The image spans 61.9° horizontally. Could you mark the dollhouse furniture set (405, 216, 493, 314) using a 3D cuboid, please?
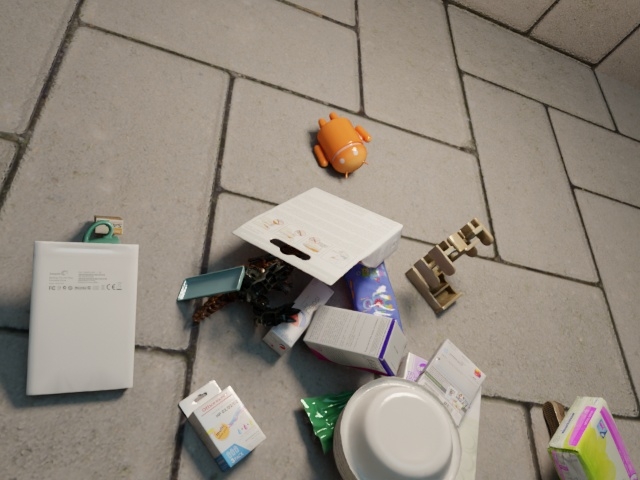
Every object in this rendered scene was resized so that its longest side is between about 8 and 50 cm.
[{"bbox_3d":[0.393,0.087,1.590,0.212,0.242,0.161,-29,77,-37],"label":"dollhouse furniture set"}]

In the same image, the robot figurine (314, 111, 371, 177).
[{"bbox_3d":[0.073,-0.315,1.753,0.158,0.128,0.219,-15,68,-34],"label":"robot figurine"}]

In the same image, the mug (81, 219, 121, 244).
[{"bbox_3d":[-0.508,0.049,1.218,0.097,0.129,0.158,-9,67,-28],"label":"mug"}]

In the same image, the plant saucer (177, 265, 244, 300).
[{"bbox_3d":[-0.264,0.108,1.292,0.018,0.192,0.067,50,39,-41],"label":"plant saucer"}]

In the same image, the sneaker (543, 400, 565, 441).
[{"bbox_3d":[0.715,0.566,1.566,0.071,0.066,0.188,14,56,-21],"label":"sneaker"}]

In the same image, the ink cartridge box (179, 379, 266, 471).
[{"bbox_3d":[-0.220,0.401,1.188,0.104,0.061,0.181,-30,77,-38],"label":"ink cartridge box"}]

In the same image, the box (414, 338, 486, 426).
[{"bbox_3d":[0.335,0.370,1.391,0.145,0.038,0.186,44,51,4],"label":"box"}]

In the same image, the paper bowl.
[{"bbox_3d":[0.179,0.447,1.199,0.284,0.148,0.284,7,52,-9],"label":"paper bowl"}]

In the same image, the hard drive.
[{"bbox_3d":[-0.495,0.159,1.121,0.203,0.040,0.308,3,88,-26],"label":"hard drive"}]

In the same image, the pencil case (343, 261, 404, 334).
[{"bbox_3d":[0.142,0.177,1.483,0.133,0.119,0.306,-4,62,-14],"label":"pencil case"}]

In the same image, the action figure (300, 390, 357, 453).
[{"bbox_3d":[0.073,0.423,1.325,0.232,0.063,0.137,-13,65,-29],"label":"action figure"}]

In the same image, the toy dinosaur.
[{"bbox_3d":[-0.161,0.120,1.351,0.322,0.218,0.164,-48,126,-11],"label":"toy dinosaur"}]

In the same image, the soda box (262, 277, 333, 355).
[{"bbox_3d":[-0.056,0.195,1.397,0.069,0.074,0.216,41,51,2],"label":"soda box"}]

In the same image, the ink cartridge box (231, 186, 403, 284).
[{"bbox_3d":[0.000,0.000,1.420,0.308,0.091,0.385,26,35,23],"label":"ink cartridge box"}]

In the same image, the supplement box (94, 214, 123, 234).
[{"bbox_3d":[-0.514,-0.039,1.292,0.062,0.098,0.036,4,96,-26],"label":"supplement box"}]

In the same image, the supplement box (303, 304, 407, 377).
[{"bbox_3d":[0.087,0.249,1.328,0.220,0.111,0.114,6,57,30],"label":"supplement box"}]

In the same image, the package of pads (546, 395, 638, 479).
[{"bbox_3d":[0.756,0.622,1.472,0.229,0.101,0.297,-34,101,-38],"label":"package of pads"}]

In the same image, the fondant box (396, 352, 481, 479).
[{"bbox_3d":[0.278,0.489,1.370,0.238,0.096,0.330,26,51,-10],"label":"fondant box"}]
